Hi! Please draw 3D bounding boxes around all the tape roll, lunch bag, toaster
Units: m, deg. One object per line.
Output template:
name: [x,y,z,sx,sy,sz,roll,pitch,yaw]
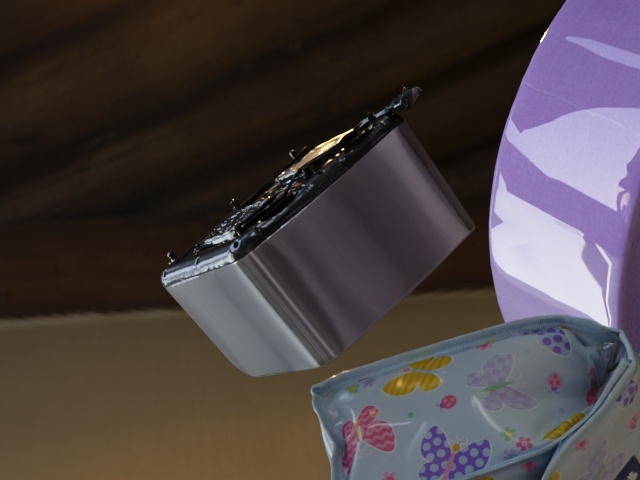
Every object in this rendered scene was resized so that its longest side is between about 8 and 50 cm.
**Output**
tape roll: [0.214,-0.026,0.647,0.275,0.090,0.274,-14,-62,-28]
lunch bag: [0.049,0.059,0.354,0.083,0.053,0.071,-19,-42,7]
toaster: [0.000,0.000,0.974,0.168,0.186,0.110,-42,-80,-25]
